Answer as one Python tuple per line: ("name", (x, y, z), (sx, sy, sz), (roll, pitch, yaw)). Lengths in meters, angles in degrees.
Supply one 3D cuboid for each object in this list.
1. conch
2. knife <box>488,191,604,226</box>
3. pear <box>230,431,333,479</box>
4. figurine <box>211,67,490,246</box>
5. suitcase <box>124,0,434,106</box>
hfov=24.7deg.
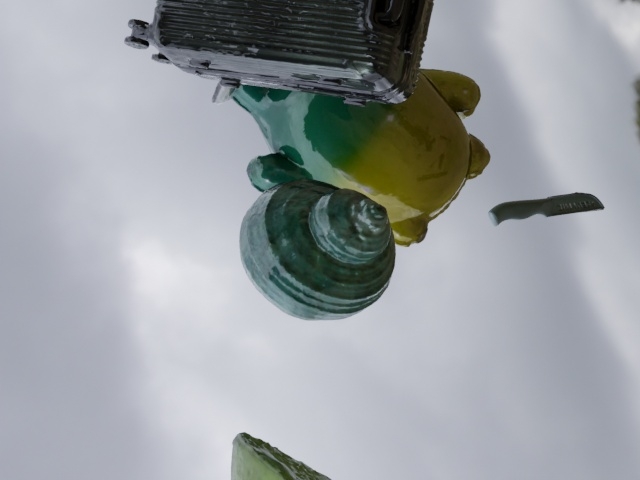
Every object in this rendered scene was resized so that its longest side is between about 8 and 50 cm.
("conch", (0.001, -0.001, 1.627), (0.134, 0.202, 0.196), (52, -132, -43))
("knife", (0.278, -0.041, 1.794), (0.210, 0.015, 0.028), (-8, -92, -41))
("pear", (0.003, 0.252, 1.121), (0.239, 0.139, 0.288), (42, 180, 21))
("figurine", (0.047, -0.153, 1.927), (0.340, 0.323, 0.231), (38, 157, 4))
("suitcase", (-0.034, -0.257, 1.519), (0.128, 0.312, 0.202), (24, -104, -68))
